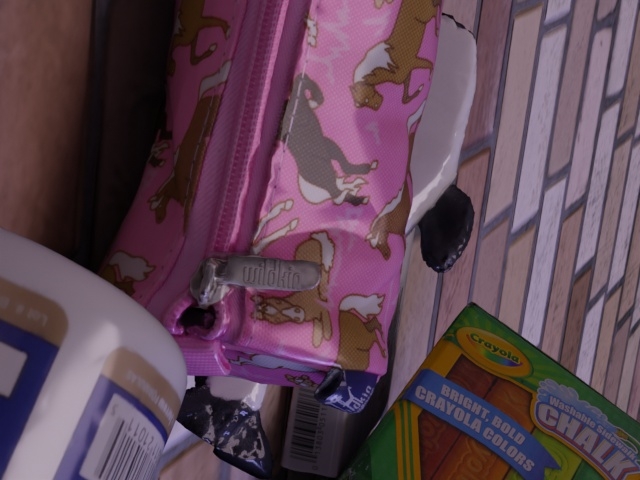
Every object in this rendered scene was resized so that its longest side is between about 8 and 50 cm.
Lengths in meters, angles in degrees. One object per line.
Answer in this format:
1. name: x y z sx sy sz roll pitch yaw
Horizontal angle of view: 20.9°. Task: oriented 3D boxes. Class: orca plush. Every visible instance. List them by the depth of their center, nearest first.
1. orca plush: 0.000 0.000 1.011 0.102 0.151 0.287 144 -37 -72

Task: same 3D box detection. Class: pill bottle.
1. pill bottle: -0.160 0.131 0.587 0.153 0.153 0.264 64 44 -60

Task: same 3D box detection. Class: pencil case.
1. pencil case: -0.005 -0.119 0.839 0.160 0.167 0.386 12 92 -35

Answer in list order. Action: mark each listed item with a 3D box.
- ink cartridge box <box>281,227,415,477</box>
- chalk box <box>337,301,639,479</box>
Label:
1. ink cartridge box: 0.022 0.069 1.216 0.179 0.045 0.145 -44 143 -74
2. chalk box: 0.111 0.185 1.234 0.289 0.180 0.179 -50 173 -51
